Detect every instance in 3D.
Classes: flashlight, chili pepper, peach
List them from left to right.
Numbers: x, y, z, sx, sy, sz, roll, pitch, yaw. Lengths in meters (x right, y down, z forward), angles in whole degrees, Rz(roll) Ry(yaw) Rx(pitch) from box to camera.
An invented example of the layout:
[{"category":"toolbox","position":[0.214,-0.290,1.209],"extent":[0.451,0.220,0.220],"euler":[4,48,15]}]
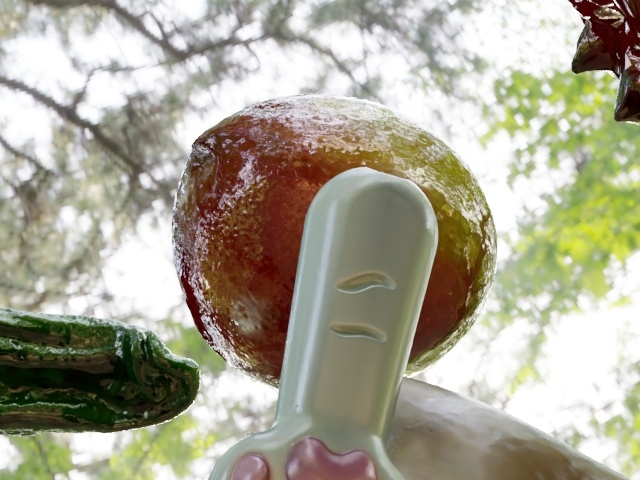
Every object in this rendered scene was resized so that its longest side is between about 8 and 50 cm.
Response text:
[{"category":"chili pepper","position":[-0.210,0.082,0.926],"extent":[0.257,0.074,0.100],"euler":[7,-74,-12]},{"category":"peach","position":[0.000,0.000,0.799],"extent":[0.197,0.197,0.197],"euler":[-13,-44,-13]},{"category":"flashlight","position":[0.011,0.056,0.602],"extent":[0.093,0.200,0.047],"euler":[17,-26,-8]}]

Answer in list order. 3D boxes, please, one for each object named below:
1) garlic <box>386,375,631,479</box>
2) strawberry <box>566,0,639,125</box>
[{"category":"garlic","position":[0.103,0.166,0.620],"extent":[0.143,0.318,0.112],"euler":[-58,-20,-13]},{"category":"strawberry","position":[0.248,-0.194,0.529],"extent":[0.317,0.295,0.345],"euler":[-19,-32,-53]}]
